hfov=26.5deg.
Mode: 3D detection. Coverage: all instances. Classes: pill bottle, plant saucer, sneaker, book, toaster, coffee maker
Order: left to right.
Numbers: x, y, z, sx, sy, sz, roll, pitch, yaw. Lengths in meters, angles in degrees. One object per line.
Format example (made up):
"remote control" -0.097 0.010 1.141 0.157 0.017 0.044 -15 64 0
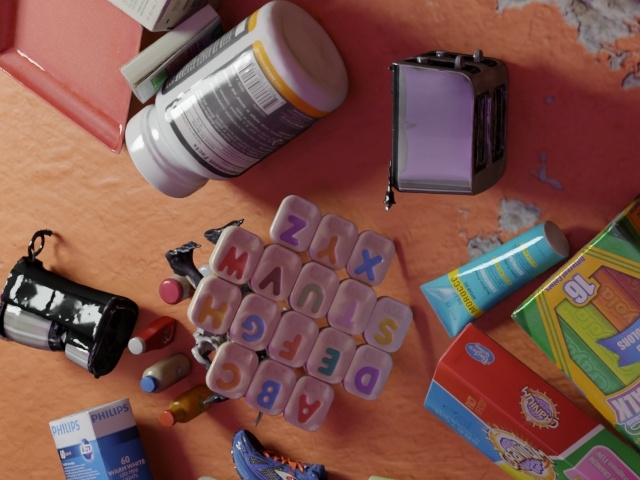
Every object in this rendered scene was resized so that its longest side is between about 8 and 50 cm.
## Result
"coffee maker" -0.367 0.093 1.980 0.178 0.120 0.171 17 108 20
"plant saucer" -0.346 -0.282 1.874 0.259 0.048 0.258 35 140 13
"book" -0.192 -0.245 1.795 0.144 0.096 0.035 -40 81 -5
"pill bottle" -0.113 -0.177 1.774 0.278 0.162 0.162 -32 88 29
"sneaker" -0.034 0.339 1.920 0.221 0.083 0.087 40 100 8
"toaster" 0.155 -0.138 1.655 0.110 0.168 0.185 6 104 23

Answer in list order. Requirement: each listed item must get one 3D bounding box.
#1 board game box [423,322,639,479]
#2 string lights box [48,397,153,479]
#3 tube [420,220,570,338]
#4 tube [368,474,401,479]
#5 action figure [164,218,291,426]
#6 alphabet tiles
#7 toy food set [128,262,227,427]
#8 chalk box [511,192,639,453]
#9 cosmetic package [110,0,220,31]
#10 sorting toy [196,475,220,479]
"board game box" 0.276 0.252 1.666 0.316 0.242 0.064 38 74 13
"string lights box" -0.306 0.374 2.003 0.133 0.077 0.259 -20 86 52
"tube" 0.224 0.046 1.741 0.207 0.052 0.080 -35 77 34
"tube" 0.177 0.370 1.834 0.240 0.062 0.070 10 147 17
"action figure" -0.108 0.121 1.833 0.275 0.164 0.141 66 162 -6
"alphabet tiles" -0.023 0.096 1.774 0.284 0.021 0.278 25 87 -16
"toy food set" -0.200 0.140 1.922 0.111 0.104 0.232 20 110 19
"chalk box" 0.403 0.118 1.597 0.289 0.179 0.180 47 117 8
"cosmetic package" -0.276 -0.408 1.795 0.309 0.160 0.113 37 114 11
"sorting toy" -0.141 0.447 1.935 0.348 0.047 0.196 5 81 57
